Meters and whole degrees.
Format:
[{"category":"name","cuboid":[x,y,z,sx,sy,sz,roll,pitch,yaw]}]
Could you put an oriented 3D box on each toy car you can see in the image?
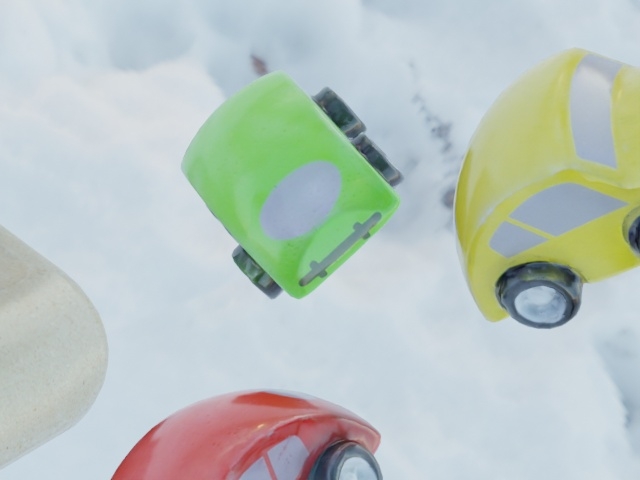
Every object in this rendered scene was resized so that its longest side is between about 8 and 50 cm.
[{"category":"toy car","cuboid":[0.000,0.000,0.510,0.239,0.225,0.053,-43,120,4]}]

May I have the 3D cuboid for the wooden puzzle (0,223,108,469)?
[{"category":"wooden puzzle","cuboid":[-0.277,-0.023,0.544,0.348,0.080,0.322,39,34,16]}]
